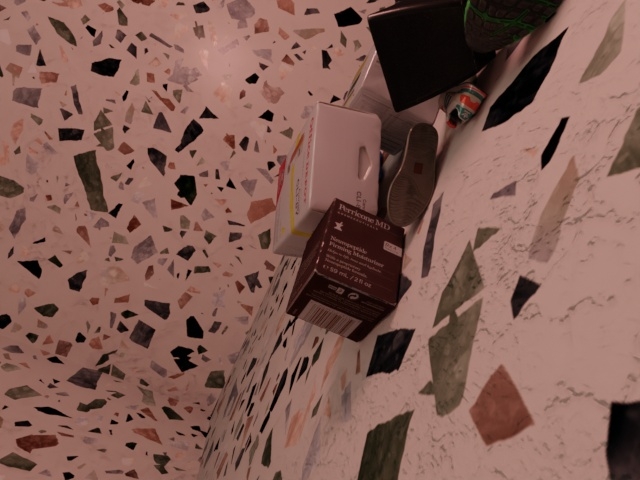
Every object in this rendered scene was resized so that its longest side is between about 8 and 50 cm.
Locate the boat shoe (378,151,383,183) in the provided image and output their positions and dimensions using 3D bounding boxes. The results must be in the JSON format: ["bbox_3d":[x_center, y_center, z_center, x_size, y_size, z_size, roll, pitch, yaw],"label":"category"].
[{"bbox_3d":[0.133,-0.230,1.495,0.258,0.109,0.089,-76,9,-57],"label":"boat shoe"}]

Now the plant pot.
[{"bbox_3d":[0.226,-0.379,0.921,0.167,0.187,0.188,-3,29,40],"label":"plant pot"}]

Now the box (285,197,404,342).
[{"bbox_3d":[0.052,0.061,0.974,0.167,0.169,0.203,122,168,-47],"label":"box"}]

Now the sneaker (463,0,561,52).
[{"bbox_3d":[0.351,-0.461,0.811,0.343,0.134,0.146,-57,1,-1],"label":"sneaker"}]

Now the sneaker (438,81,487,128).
[{"bbox_3d":[0.261,-0.258,0.947,0.075,0.057,0.161,-60,12,2],"label":"sneaker"}]

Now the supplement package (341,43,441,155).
[{"bbox_3d":[0.187,-0.387,1.272,0.263,0.198,0.199,148,145,-75],"label":"supplement package"}]

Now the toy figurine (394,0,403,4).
[{"bbox_3d":[0.332,-0.786,1.433,0.213,0.210,0.148,128,147,-70],"label":"toy figurine"}]

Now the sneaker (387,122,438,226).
[{"bbox_3d":[0.191,-0.121,1.003,0.118,0.083,0.221,83,-155,-77],"label":"sneaker"}]

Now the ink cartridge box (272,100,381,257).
[{"bbox_3d":[0.001,-0.132,1.233,0.385,0.161,0.279,139,137,-66],"label":"ink cartridge box"}]
